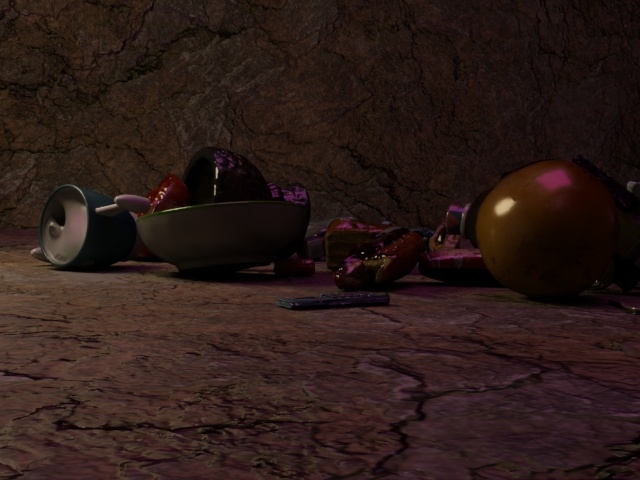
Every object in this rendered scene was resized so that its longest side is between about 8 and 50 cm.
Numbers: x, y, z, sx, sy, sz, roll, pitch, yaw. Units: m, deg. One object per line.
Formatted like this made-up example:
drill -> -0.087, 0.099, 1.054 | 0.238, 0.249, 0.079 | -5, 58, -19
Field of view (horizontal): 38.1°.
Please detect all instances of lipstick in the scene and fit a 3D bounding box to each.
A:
lipstick -> 0.033, 0.008, 2.287 | 0.186, 0.057, 0.063 | -13, 12, -34

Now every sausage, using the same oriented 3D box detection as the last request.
sausage -> -0.051, 0.053, 1.817 | 0.083, 0.034, 0.034 | 0, 3, 6

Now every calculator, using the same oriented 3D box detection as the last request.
calculator -> 0.021, 0.088, 1.349 | 0.172, 0.018, 0.057 | -2, 3, -31

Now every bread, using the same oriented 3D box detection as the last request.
bread -> 0.106, 0.040, 1.641 | 0.139, 0.095, 0.269 | -22, 8, 20
bread -> 0.099, 0.009, 2.013 | 0.184, 0.110, 0.234 | 2, 2, 0

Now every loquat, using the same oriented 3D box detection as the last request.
loquat -> 0.366, -0.017, 1.498 | 0.235, 0.235, 0.235 | 1, 3, 0

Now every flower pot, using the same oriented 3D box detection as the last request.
flower pot -> -0.182, -0.071, 2.223 | 0.267, 0.266, 0.266 | 11, -2, -28

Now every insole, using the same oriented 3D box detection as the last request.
insole -> 0.476, 0.097, 1.409 | 0.063, 0.010, 0.192 | 2, 2, 8

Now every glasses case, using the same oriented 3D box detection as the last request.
glasses case -> 0.316, 0.049, 1.722 | 0.266, 0.067, 0.103 | 1, 6, -2

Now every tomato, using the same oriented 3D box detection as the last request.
tomato -> -0.376, -0.042, 2.172 | 0.101, 0.228, 0.228 | 31, -8, -20

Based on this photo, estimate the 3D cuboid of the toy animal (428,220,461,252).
toy animal -> 0.288, 0.023, 1.999 | 0.054, 0.149, 0.275 | 40, 23, -15

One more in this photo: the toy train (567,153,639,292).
toy train -> 0.478, -0.030, 1.649 | 0.261, 0.177, 0.134 | 41, 28, 18

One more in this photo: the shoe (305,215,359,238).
shoe -> 0.000, 0.000, 2.463 | 0.251, 0.103, 0.100 | -12, 39, 33

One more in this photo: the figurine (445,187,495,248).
figurine -> 0.389, -0.023, 1.843 | 0.275, 0.161, 0.158 | 23, 12, 4

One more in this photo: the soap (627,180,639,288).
soap -> 0.617, -0.010, 1.742 | 0.063, 0.198, 0.114 | 7, 6, 39

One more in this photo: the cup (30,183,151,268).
cup -> -0.459, -0.020, 1.897 | 0.299, 0.167, 0.173 | -26, -22, 31

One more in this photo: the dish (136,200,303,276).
dish -> -0.189, 0.008, 1.789 | 0.324, 0.124, 0.324 | -5, -5, 0

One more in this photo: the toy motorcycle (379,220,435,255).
toy motorcycle -> 0.205, 0.007, 2.362 | 0.254, 0.092, 0.135 | -10, 17, -25
